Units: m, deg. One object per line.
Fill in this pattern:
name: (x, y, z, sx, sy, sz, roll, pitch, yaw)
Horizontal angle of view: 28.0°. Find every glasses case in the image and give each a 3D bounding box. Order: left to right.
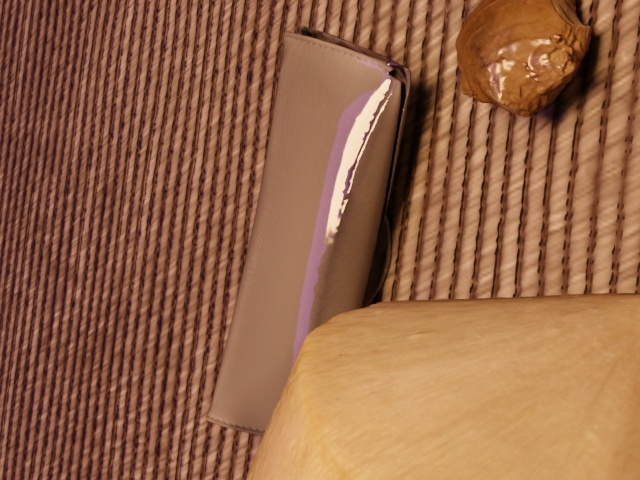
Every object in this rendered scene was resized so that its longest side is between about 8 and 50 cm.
glasses case: (0.001, 0.000, 0.963, 0.128, 0.083, 0.308, 18, 97, 45)

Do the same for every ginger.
ginger: (0.129, -0.150, 0.848, 0.096, 0.067, 0.165, -28, 49, 45)

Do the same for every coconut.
coconut: (0.100, 0.153, 0.638, 0.329, 0.329, 0.329, -12, 74, 50)
